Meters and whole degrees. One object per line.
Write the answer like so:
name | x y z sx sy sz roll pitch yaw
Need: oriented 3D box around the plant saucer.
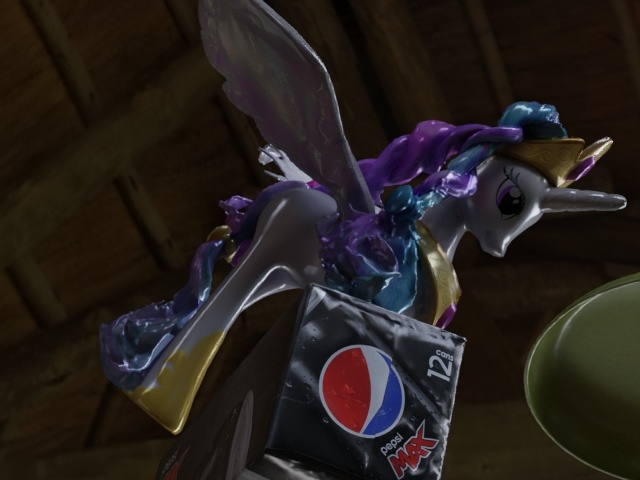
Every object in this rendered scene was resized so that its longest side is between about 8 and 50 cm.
plant saucer | 0.271 0.098 0.928 0.241 0.037 0.241 8 -44 8

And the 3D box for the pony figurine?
pony figurine | 0.000 0.000 0.961 0.363 0.351 0.303 -51 -32 -10

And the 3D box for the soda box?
soda box | -0.016 0.081 0.424 0.053 0.060 0.169 22 -34 -11
